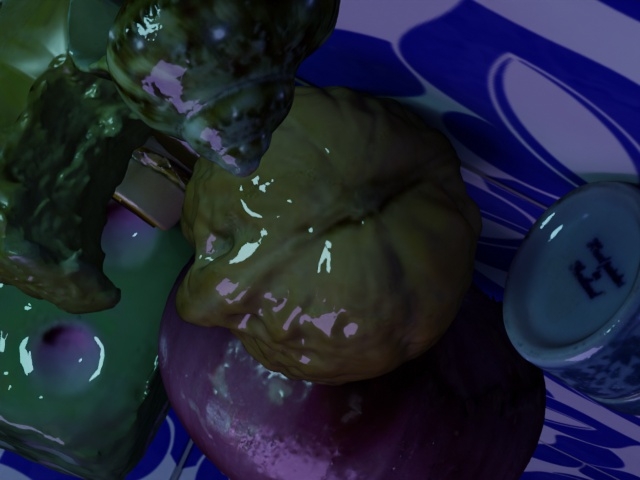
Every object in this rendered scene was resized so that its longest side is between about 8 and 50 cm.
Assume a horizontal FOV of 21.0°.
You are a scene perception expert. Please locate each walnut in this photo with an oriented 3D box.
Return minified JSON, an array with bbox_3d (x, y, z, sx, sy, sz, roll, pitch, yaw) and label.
[{"bbox_3d":[0.000,0.000,1.294,0.224,0.257,0.257,57,167,3],"label":"walnut"}]

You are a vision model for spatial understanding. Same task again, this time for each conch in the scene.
[{"bbox_3d":[-0.070,-0.126,1.012,0.124,0.181,0.187,38,137,-28],"label":"conch"}]

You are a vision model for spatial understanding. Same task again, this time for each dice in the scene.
[{"bbox_3d":[-0.292,0.065,1.869,0.322,0.330,0.318,22,169,2],"label":"dice"}]

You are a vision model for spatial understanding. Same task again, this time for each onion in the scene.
[{"bbox_3d":[0.026,0.138,1.573,0.358,0.358,0.345,20,128,19],"label":"onion"}]

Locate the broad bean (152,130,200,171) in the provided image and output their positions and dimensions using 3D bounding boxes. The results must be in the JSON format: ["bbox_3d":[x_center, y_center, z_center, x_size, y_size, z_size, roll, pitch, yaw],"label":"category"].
[{"bbox_3d":[-0.150,-0.118,1.472,0.325,0.067,0.075,32,136,-22],"label":"broad bean"}]

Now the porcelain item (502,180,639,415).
[{"bbox_3d":[0.218,0.043,1.230,0.114,0.147,0.147,29,167,-31],"label":"porcelain item"}]

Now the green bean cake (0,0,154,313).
[{"bbox_3d":[-0.208,-0.086,1.287,0.233,0.236,0.124,19,166,32],"label":"green bean cake"}]

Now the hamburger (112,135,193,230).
[{"bbox_3d":[-0.169,-0.066,1.667,0.126,0.081,0.141,38,174,-41],"label":"hamburger"}]
